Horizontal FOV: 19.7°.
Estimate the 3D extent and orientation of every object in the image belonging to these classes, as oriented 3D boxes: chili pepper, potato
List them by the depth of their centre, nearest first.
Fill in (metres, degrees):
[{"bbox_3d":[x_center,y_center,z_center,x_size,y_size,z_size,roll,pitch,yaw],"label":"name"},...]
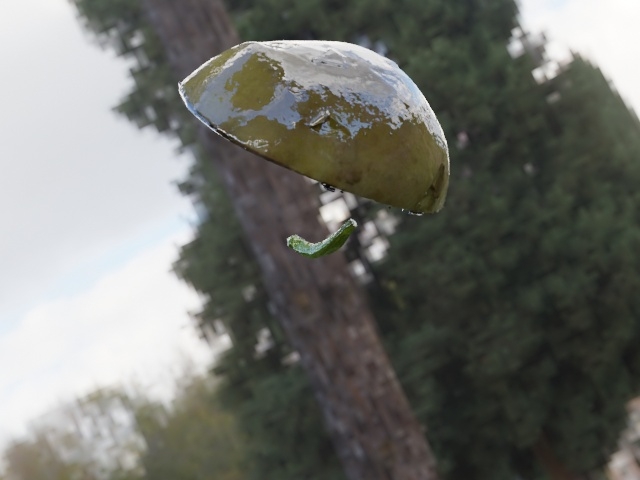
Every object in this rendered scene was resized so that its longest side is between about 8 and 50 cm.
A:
[{"bbox_3d":[-0.001,0.000,1.569,0.017,0.030,0.083,7,-9,-40],"label":"chili pepper"},{"bbox_3d":[0.017,-0.129,1.819,0.299,0.239,0.116,17,-66,-25],"label":"potato"}]
